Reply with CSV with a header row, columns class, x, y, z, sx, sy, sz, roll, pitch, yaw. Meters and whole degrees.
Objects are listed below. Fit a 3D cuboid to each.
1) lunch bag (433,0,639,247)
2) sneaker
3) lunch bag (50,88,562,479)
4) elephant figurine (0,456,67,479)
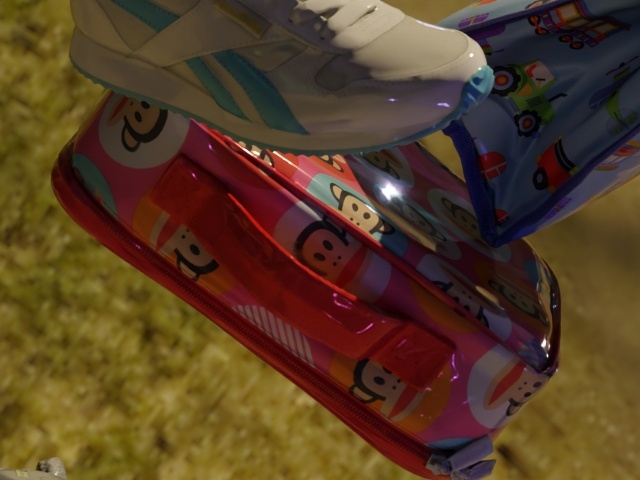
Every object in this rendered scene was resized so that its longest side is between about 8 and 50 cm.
class,x,y,z,sx,sy,sz,roll,pitch,yaw
lunch bag,0.225,-0.134,1.102,0.221,0.293,0.138,-29,91,-45
sneaker,-0.027,-0.104,0.918,0.228,0.092,0.087,17,35,27
lunch bag,0.000,0.000,1.091,0.293,0.120,0.258,37,15,-6
elephant figurine,-0.240,0.280,1.337,0.186,0.239,0.169,8,7,-36
